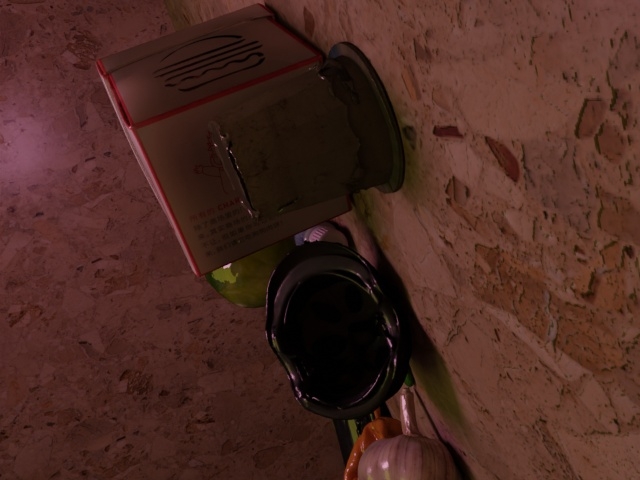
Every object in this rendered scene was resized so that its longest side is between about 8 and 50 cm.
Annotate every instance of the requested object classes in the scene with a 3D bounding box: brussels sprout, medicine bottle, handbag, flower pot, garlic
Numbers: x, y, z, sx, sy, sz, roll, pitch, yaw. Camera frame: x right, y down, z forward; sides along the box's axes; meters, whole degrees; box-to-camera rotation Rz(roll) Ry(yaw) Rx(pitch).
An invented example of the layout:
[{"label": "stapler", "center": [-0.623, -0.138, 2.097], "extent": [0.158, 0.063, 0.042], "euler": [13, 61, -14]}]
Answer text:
[{"label": "brussels sprout", "center": [-0.151, 0.016, 1.505], "extent": [0.344, 0.344, 0.268], "euler": [57, 175, 45]}, {"label": "medicine bottle", "center": [0.000, 0.000, 1.219], "extent": [0.203, 0.083, 0.083], "euler": [-153, 41, -77]}, {"label": "handbag", "center": [0.126, 0.544, 1.599], "extent": [0.244, 0.088, 0.275], "euler": [-21, 80, 63]}, {"label": "flower pot", "center": [-0.023, -0.122, 0.762], "extent": [0.212, 0.203, 0.212], "euler": [59, 166, 23]}, {"label": "garlic", "center": [0.164, 0.393, 1.101], "extent": [0.199, 0.199, 0.226], "euler": [82, -171, -56]}]

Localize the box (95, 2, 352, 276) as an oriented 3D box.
[{"label": "box", "center": [-0.157, -0.178, 1.002], "extent": [0.300, 0.314, 0.312], "euler": [53, 162, 47]}]

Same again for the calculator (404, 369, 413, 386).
[{"label": "calculator", "center": [0.124, 0.218, 1.206], "extent": [0.235, 0.032, 0.146], "euler": [46, 157, 59]}]

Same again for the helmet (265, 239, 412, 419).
[{"label": "helmet", "center": [0.046, 0.155, 1.020], "extent": [0.177, 0.225, 0.305], "euler": [23, -134, -61]}]

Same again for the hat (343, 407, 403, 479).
[{"label": "hat", "center": [0.135, 0.477, 1.314], "extent": [0.244, 0.234, 0.233], "euler": [-37, 46, 39]}]
